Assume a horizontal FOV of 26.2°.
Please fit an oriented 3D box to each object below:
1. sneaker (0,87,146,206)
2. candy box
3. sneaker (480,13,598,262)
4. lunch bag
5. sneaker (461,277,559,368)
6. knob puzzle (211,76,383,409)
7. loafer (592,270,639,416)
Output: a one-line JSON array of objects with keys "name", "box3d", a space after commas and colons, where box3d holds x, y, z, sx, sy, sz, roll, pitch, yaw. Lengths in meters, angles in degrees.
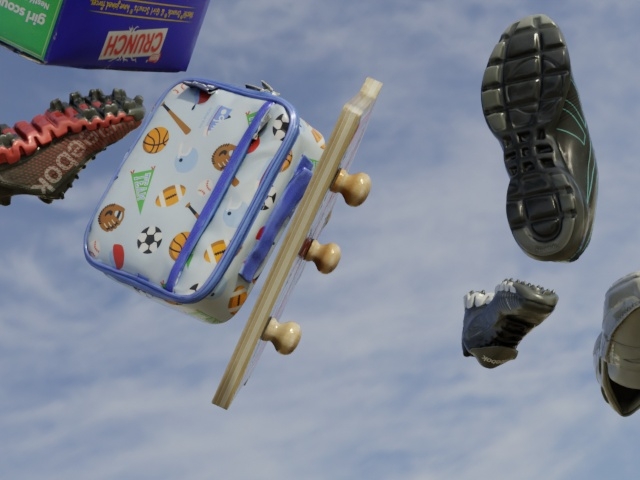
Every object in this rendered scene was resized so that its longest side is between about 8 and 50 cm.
[{"name": "sneaker", "box3d": [-0.378, -0.130, 2.005, 0.276, 0.097, 0.135, -22, -59, -18]}, {"name": "candy box", "box3d": [-0.191, -0.332, 1.354, 0.268, 0.122, 0.317, -12, -55, -66]}, {"name": "sneaker", "box3d": [0.233, -0.102, 1.437, 0.101, 0.267, 0.106, -9, -15, 31]}, {"name": "lunch bag", "box3d": [-0.138, -0.059, 1.707, 0.115, 0.243, 0.303, 41, -107, -52]}, {"name": "sneaker", "box3d": [0.237, 0.112, 1.755, 0.078, 0.106, 0.234, 16, -12, -12]}, {"name": "knob puzzle", "box3d": [0.000, 0.000, 0.784, 0.213, 0.030, 0.213, 24, -90, -88]}, {"name": "loafer", "box3d": [0.406, 0.130, 1.728, 0.112, 0.111, 0.319, -5, -26, 3]}]
